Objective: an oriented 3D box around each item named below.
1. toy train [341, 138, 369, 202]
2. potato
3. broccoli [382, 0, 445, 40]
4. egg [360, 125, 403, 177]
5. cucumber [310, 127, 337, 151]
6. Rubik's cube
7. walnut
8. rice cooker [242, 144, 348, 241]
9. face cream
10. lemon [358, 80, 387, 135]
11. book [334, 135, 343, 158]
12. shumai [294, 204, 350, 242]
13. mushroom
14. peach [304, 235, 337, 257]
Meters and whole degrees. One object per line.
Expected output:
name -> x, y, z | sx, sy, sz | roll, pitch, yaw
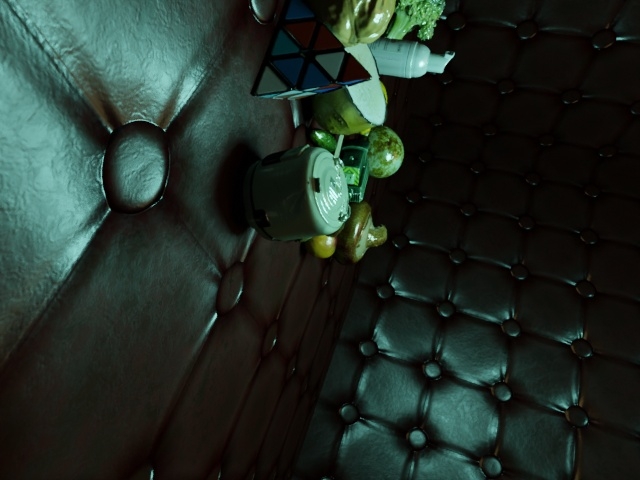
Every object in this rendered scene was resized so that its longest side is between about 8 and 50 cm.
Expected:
toy train -> 0.130, -0.299, 1.725 | 0.330, 0.138, 0.178 | -72, 166, -52
potato -> 0.056, -0.468, 1.240 | 0.246, 0.196, 0.299 | -32, 109, -51
broccoli -> 0.435, -1.083, 1.894 | 0.338, 0.277, 0.317 | -57, 179, -28
egg -> 0.302, -0.458, 2.078 | 0.238, 0.238, 0.289 | 79, 6, -61
cucumber -> 0.009, -0.344, 1.394 | 0.227, 0.069, 0.069 | -5, 109, -73
Rubik's cube -> 0.017, -0.441, 0.978 | 0.284, 0.234, 0.250 | -33, 136, -69
walnut -> 0.071, -0.617, 1.007 | 0.257, 0.224, 0.257 | -6, 90, -81
rice cooker -> -0.065, -0.113, 1.002 | 0.226, 0.244, 0.226 | 22, 64, -55
face cream -> 0.361, -0.756, 1.701 | 0.145, 0.370, 0.145 | 16, 90, -75
lemon -> 0.163, -0.525, 1.561 | 0.187, 0.187, 0.244 | 2, 93, -76
book -> 0.048, -0.261, 1.589 | 0.228, 0.018, 0.322 | 102, 2, -62
shumai -> 0.004, -0.082, 1.376 | 0.272, 0.204, 0.222 | -37, 141, -74
mushroom -> 0.198, -0.036, 2.048 | 0.345, 0.260, 0.345 | 14, 90, -76
peach -> 0.000, 0.000, 1.600 | 0.138, 0.138, 0.138 | 15, 90, -76
